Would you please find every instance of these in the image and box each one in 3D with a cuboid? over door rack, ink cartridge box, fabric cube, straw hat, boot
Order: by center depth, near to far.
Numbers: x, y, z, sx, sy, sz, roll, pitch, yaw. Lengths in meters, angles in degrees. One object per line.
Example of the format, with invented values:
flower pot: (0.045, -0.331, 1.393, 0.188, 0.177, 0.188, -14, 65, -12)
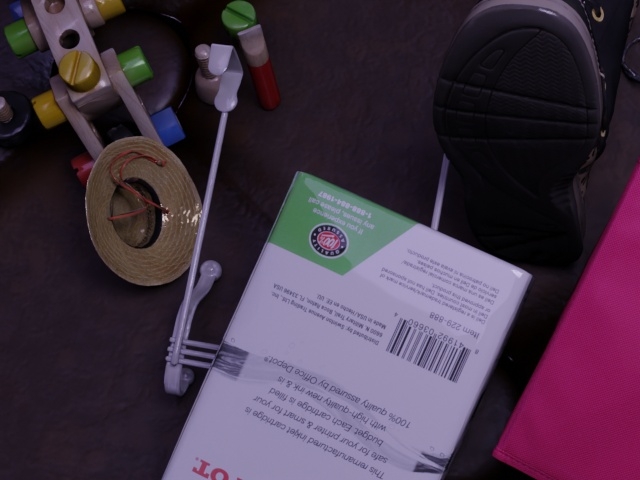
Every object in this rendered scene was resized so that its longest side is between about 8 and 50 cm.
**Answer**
fabric cube: (0.322, 0.102, 1.190, 0.259, 0.254, 0.258, 28, 99, 16)
ink cartridge box: (0.025, 0.117, 1.248, 0.211, 0.121, 0.289, 25, 92, 10)
boot: (0.204, -0.177, 1.308, 0.138, 0.377, 0.284, 8, 63, 18)
over door rack: (0.000, 0.000, 1.375, 0.239, 0.108, 0.324, 9, 89, 10)
straw hat: (-0.185, -0.025, 1.444, 0.061, 0.144, 0.144, -10, 58, 48)

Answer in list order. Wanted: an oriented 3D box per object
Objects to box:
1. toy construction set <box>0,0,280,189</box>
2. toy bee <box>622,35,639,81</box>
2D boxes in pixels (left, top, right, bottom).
toy construction set: (-0.203, -0.202, 1.428, 0.309, 0.237, 0.257, 0, 67, 6)
toy bee: (0.357, -0.089, 1.361, 0.195, 0.162, 0.298, -43, 69, -10)
